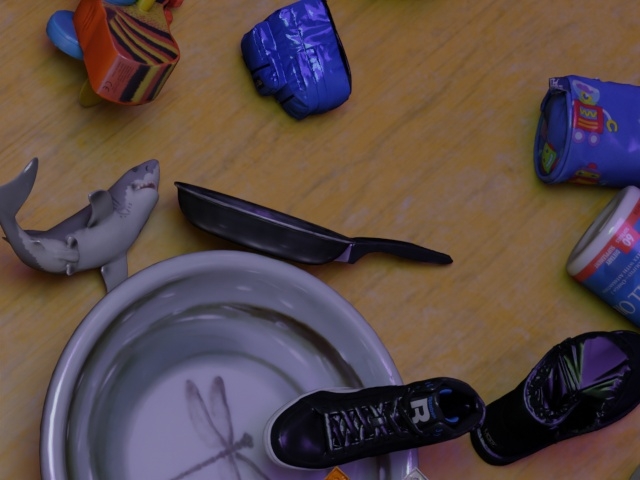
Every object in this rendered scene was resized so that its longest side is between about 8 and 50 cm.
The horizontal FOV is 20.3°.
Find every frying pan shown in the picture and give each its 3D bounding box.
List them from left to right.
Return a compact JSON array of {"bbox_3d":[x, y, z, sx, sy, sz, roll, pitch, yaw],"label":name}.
[{"bbox_3d":[-0.024,-0.009,1.896,0.197,0.326,0.053,21,93,36],"label":"frying pan"}]

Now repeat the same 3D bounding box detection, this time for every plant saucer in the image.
[{"bbox_3d":[-0.097,0.214,1.768,0.400,0.100,0.400,7,73,-26],"label":"plant saucer"}]

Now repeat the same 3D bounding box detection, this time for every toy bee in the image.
[{"bbox_3d":[-0.201,-0.250,1.894,0.162,0.195,0.298,10,56,-38],"label":"toy bee"}]

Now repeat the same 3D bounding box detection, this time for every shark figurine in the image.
[{"bbox_3d":[-0.279,-0.010,1.806,0.116,0.278,0.166,15,98,30],"label":"shark figurine"}]

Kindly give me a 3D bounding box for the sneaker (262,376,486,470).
[{"bbox_3d":[0.060,0.169,1.734,0.217,0.121,0.079,-8,80,-29],"label":"sneaker"}]

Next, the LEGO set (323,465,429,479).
[{"bbox_3d":[0.006,0.291,1.696,0.227,0.093,0.087,-44,63,-3],"label":"LEGO set"}]

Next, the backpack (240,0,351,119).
[{"bbox_3d":[-0.026,-0.192,1.957,0.101,0.098,0.120,-23,92,-12],"label":"backpack"}]

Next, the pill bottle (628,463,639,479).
[{"bbox_3d":[0.427,0.310,1.892,0.215,0.117,0.117,35,66,-1],"label":"pill bottle"}]

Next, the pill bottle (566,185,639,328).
[{"bbox_3d":[0.391,0.051,1.968,0.221,0.124,0.124,37,66,0],"label":"pill bottle"}]

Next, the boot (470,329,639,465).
[{"bbox_3d":[0.286,0.146,1.862,0.246,0.207,0.094,-25,79,-22],"label":"boot"}]

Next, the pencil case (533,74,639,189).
[{"bbox_3d":[0.388,-0.118,2.030,0.306,0.119,0.133,4,60,-14],"label":"pencil case"}]
